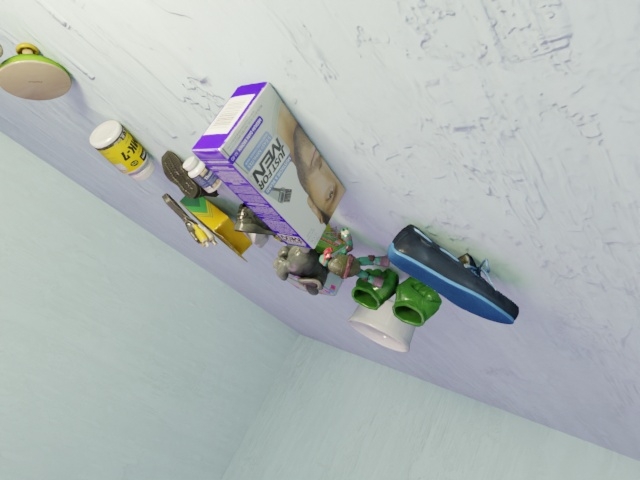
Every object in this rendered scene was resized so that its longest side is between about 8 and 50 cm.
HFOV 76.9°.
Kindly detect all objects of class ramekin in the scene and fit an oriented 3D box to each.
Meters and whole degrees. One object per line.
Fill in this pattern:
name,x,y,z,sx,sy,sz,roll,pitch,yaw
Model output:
ramekin,0.267,0.346,1.700,0.278,0.135,0.277,26,160,10

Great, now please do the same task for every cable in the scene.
cable,-0.528,-0.085,1.664,0.287,0.072,0.139,55,-175,-2

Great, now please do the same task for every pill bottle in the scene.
pill bottle,-0.386,-0.216,1.316,0.067,0.067,0.120,9,152,45
pill bottle,-0.696,-0.312,1.434,0.119,0.119,0.208,19,159,28

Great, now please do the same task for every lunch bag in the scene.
lunch bag,-0.050,0.136,1.663,0.224,0.107,0.279,39,159,-31

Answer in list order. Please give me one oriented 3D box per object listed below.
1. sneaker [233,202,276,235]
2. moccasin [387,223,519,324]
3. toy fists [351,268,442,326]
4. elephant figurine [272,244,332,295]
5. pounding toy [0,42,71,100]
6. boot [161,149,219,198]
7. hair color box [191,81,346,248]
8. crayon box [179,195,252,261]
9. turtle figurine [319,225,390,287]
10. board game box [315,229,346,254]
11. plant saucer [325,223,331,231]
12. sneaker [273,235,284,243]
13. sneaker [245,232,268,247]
sneaker,-0.195,-0.083,1.378,0.087,0.130,0.228,8,180,36
moccasin,0.332,0.073,0.965,0.342,0.116,0.137,34,160,-2
toy fists,0.242,0.164,1.283,0.280,0.142,0.096,16,125,33
elephant figurine,-0.030,0.104,1.403,0.239,0.169,0.186,39,-177,-25
pounding toy,-0.869,-0.513,1.172,0.183,0.109,0.237,-25,168,32
boot,-0.453,-0.221,1.405,0.197,0.077,0.137,55,-160,10
hair color box,-0.094,-0.150,0.893,0.110,0.185,0.339,11,154,40
crayon box,-0.400,-0.059,1.600,0.319,0.081,0.202,35,167,34
turtle figurine,0.083,0.065,1.216,0.235,0.118,0.175,16,130,0
board game box,0.000,0.000,1.362,0.124,0.039,0.259,31,163,-8
plant saucer,-0.077,-0.084,1.145,0.189,0.045,0.188,25,-171,27
sneaker,-0.158,-0.012,1.557,0.083,0.031,0.035,12,154,40
sneaker,-0.265,-0.033,1.604,0.094,0.080,0.212,40,163,7
